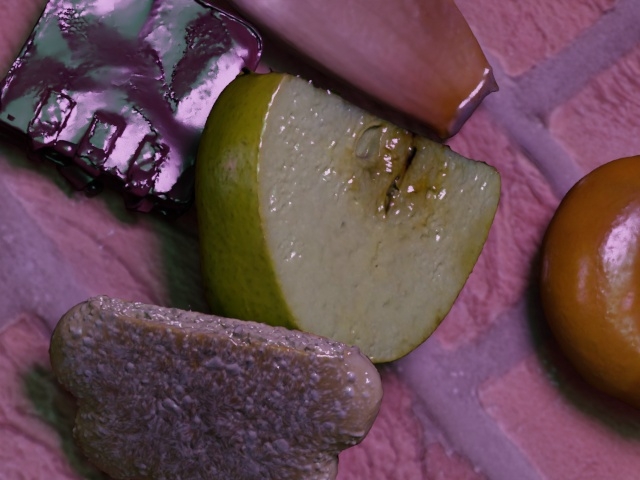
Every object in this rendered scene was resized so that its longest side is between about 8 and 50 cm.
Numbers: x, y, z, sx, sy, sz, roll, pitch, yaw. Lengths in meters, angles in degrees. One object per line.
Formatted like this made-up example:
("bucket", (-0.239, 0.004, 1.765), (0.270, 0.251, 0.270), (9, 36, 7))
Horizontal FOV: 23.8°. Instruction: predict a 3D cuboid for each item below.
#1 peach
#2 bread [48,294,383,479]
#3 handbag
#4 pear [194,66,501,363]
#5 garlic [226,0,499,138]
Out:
("peach", (0.324, 0.043, 1.441), (0.251, 0.153, 0.251), (5, 65, -11))
("bread", (-0.092, 0.155, 1.283), (0.287, 0.056, 0.207), (7, 115, 10))
("handbag", (-0.179, -0.142, 1.409), (0.203, 0.074, 0.216), (25, 70, -5))
("pear", (0.000, 0.000, 1.358), (0.292, 0.159, 0.292), (1, 88, -36))
("garlic", (0.036, -0.220, 1.467), (0.318, 0.112, 0.143), (32, 79, -10))
